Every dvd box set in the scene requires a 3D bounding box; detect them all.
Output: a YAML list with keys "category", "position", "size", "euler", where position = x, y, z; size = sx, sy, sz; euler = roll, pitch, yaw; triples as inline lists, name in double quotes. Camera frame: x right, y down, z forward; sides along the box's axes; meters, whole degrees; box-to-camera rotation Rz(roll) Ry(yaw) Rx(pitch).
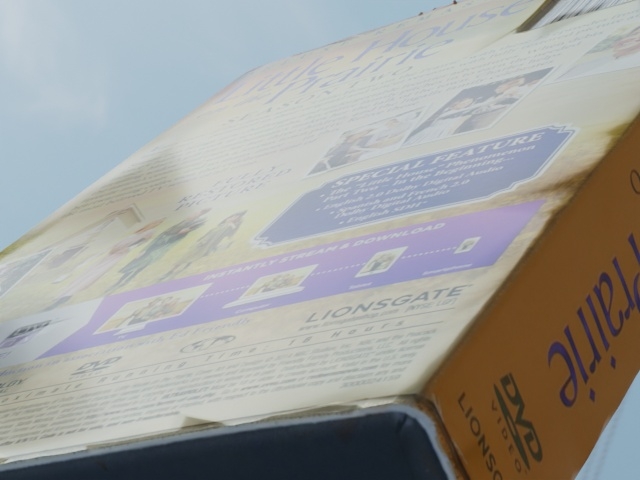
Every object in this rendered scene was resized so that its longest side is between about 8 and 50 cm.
- category: "dvd box set"
  position: [0.000, 0.000, 0.640]
  size: [0.420, 0.307, 0.062]
  euler: [-45, -64, -53]
